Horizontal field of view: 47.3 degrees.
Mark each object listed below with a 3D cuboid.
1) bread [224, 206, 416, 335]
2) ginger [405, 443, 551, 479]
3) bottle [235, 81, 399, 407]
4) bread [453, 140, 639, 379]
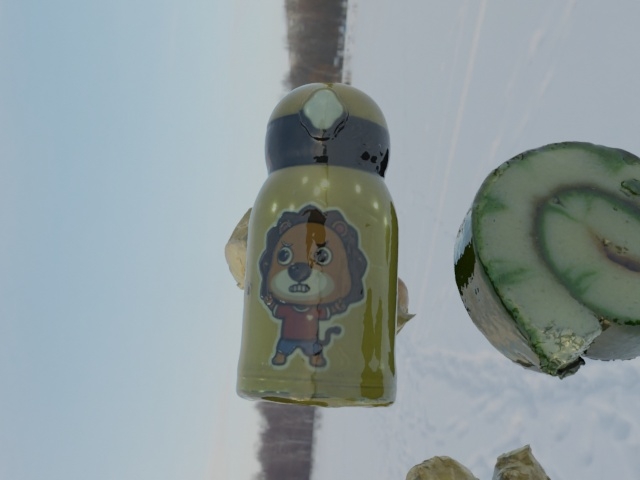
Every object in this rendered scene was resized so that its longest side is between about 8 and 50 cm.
[{"bbox_3d":[-0.004,0.071,1.468,0.183,0.389,0.236,-58,12,-29],"label":"bread"},{"bbox_3d":[0.222,0.443,0.951,0.348,0.122,0.362,4,-101,-46],"label":"ginger"},{"bbox_3d":[0.000,0.000,0.798,0.171,0.172,0.351,89,-178,-80],"label":"bottle"},{"bbox_3d":[0.385,0.031,1.073,0.381,0.366,0.129,-59,-10,-27],"label":"bread"}]
